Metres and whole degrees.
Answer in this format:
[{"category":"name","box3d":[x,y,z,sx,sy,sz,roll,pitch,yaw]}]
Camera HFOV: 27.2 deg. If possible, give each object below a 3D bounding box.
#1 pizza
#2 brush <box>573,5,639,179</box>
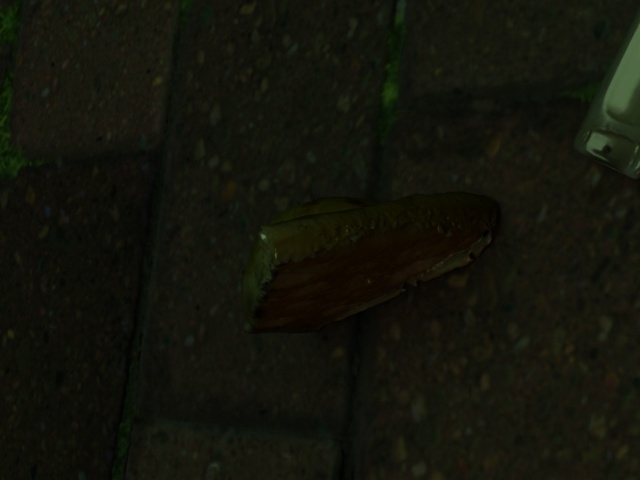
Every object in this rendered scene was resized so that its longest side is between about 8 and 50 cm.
[{"category":"pizza","box3d":[-0.002,0.003,0.940,0.188,0.204,0.081,-30,71,37]},{"category":"brush","box3d":[0.264,-0.192,0.867,0.060,0.050,0.321,32,101,37]}]
